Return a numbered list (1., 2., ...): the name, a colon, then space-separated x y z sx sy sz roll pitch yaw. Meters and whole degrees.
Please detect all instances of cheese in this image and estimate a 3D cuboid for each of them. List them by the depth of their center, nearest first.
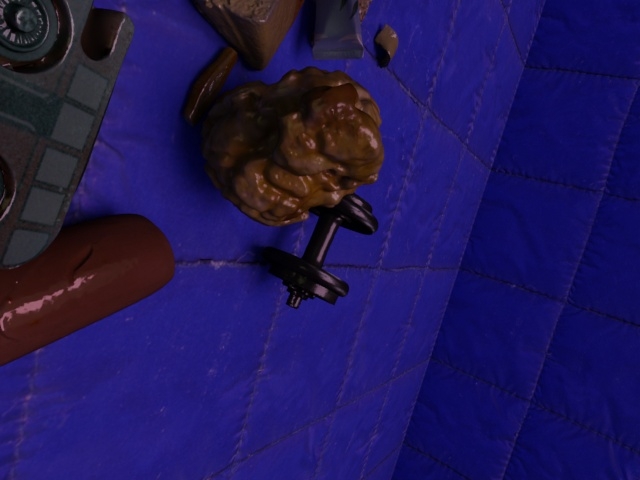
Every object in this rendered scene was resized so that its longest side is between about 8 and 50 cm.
1. cheese: 0.155 -0.450 1.056 0.060 0.041 0.084 -57 148 -18

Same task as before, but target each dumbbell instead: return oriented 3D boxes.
1. dumbbell: 0.000 0.000 0.919 0.192 0.192 0.290 37 76 -58

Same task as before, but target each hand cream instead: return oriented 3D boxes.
1. hand cream: 0.031 -0.454 0.788 0.058 0.091 0.271 -71 161 -83

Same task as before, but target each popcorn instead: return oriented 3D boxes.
1. popcorn: -0.025 -0.142 0.669 0.265 0.332 0.225 -26 104 -30

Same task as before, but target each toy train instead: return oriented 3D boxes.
1. toy train: -0.305 -0.118 0.429 0.159 0.129 0.326 22 87 -65

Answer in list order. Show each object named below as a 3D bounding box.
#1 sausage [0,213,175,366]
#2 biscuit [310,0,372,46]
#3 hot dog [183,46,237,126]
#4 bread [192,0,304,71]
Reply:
1. sausage: -0.318 0.057 0.511 0.304 0.121 0.121 -27 129 -49
2. biscuit: 0.041 -0.430 0.859 0.082 0.070 0.168 26 86 -49
3. hot dog: -0.165 -0.234 0.679 0.137 0.028 0.044 -61 174 -11
4. bread: -0.094 -0.397 0.703 0.178 0.135 0.240 130 -15 -79
